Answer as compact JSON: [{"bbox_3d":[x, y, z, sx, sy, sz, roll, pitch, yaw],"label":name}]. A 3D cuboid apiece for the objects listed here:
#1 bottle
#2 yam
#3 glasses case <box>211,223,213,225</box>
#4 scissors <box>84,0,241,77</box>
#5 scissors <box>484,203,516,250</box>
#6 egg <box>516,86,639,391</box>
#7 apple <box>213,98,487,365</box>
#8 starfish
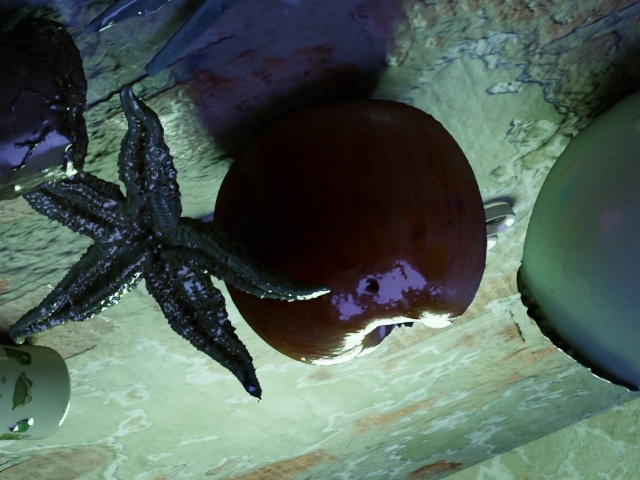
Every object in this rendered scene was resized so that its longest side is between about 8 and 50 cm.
[{"bbox_3d":[-0.421,0.172,1.492,0.120,0.120,0.253,-36,150,32],"label":"bottle"},{"bbox_3d":[-0.299,-0.082,1.025,0.238,0.128,0.129,-17,173,-1],"label":"yam"},{"bbox_3d":[-0.133,-0.001,1.462,0.083,0.021,0.032,-18,159,-5],"label":"glasses case"},{"bbox_3d":[-0.017,-0.246,1.016,0.383,0.029,0.256,-33,154,22],"label":"scissors"},{"bbox_3d":[0.141,0.003,1.676,0.242,0.030,0.118,-9,153,-29],"label":"scissors"},{"bbox_3d":[0.436,-0.040,1.465,0.355,0.354,0.339,-4,131,-32],"label":"egg"},{"bbox_3d":[0.000,0.000,1.282,0.163,0.251,0.293,-5,154,-48],"label":"apple"},{"bbox_3d":[-0.154,-0.002,1.200,0.347,0.078,0.357,18,131,3],"label":"starfish"}]
